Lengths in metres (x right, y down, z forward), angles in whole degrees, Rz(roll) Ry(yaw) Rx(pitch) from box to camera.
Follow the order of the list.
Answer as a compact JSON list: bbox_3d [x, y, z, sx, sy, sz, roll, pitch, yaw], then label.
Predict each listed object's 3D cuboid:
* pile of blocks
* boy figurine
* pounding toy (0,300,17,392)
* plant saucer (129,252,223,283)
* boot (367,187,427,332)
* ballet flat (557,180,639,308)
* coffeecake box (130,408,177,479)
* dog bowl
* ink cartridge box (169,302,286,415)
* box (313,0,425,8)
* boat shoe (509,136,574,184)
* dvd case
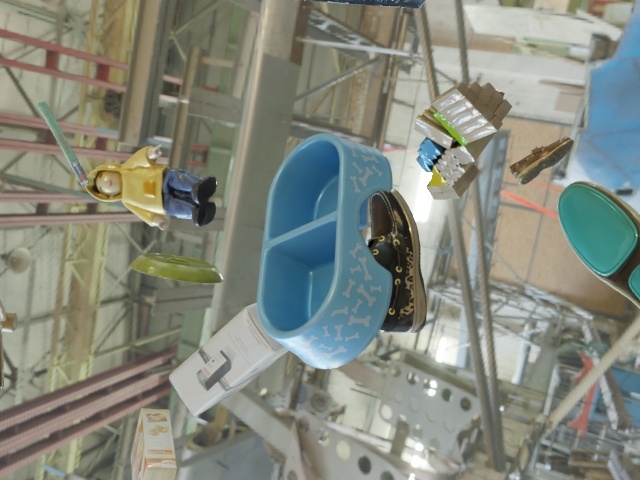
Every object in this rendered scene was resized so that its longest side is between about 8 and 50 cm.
[{"bbox_3d":[0.273,-0.215,1.260,0.113,0.149,0.362,-51,-13,-20],"label":"pile of blocks"},{"bbox_3d":[-0.353,-0.114,1.304,0.092,0.285,0.177,-44,-35,-62],"label":"boy figurine"},{"bbox_3d":[-0.568,0.165,1.018,0.206,0.094,0.181,-117,31,-74],"label":"pounding toy"},{"bbox_3d":[-0.367,0.068,1.638,0.241,0.240,0.037,5,-83,-69],"label":"plant saucer"},{"bbox_3d":[0.099,0.056,1.562,0.138,0.284,0.378,157,107,-65],"label":"boot"},{"bbox_3d":[0.363,0.028,0.712,0.086,0.086,0.248,76,171,-50],"label":"ballet flat"},{"bbox_3d":[-0.369,0.486,1.388,0.185,0.068,0.142,-125,48,-59],"label":"coffeecake box"},{"bbox_3d":[0.000,0.000,0.762,0.074,0.166,0.297,27,-125,-38],"label":"dog bowl"},{"bbox_3d":[-0.135,0.195,1.107,0.218,0.092,0.158,-40,-11,25],"label":"ink cartridge box"},{"bbox_3d":[0.092,-0.361,0.733,0.220,0.175,0.051,138,122,-60],"label":"box"},{"bbox_3d":[0.564,-0.216,1.617,0.178,0.060,0.064,-34,-31,-3],"label":"boat shoe"},{"bbox_3d":[-0.338,-0.124,0.838,0.013,0.087,0.119,-29,-1,-15],"label":"dvd case"}]
